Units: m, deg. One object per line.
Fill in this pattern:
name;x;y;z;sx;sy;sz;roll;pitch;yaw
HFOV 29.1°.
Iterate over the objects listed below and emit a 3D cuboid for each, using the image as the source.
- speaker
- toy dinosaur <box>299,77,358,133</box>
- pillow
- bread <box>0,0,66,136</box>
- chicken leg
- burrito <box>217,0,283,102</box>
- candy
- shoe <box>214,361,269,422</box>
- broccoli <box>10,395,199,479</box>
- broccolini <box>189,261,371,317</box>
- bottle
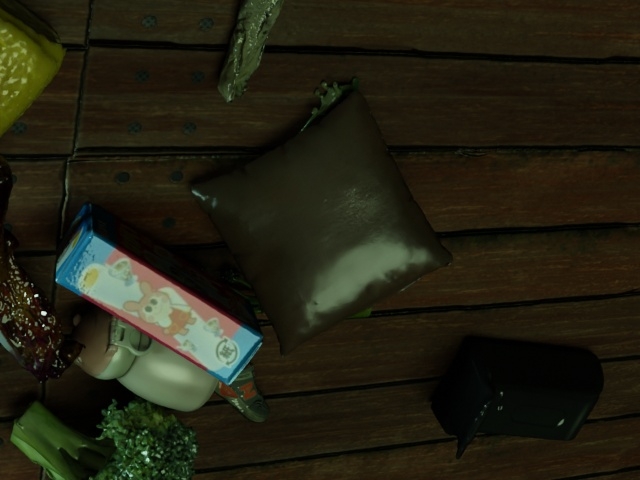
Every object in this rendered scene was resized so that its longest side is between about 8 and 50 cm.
speaker;0.391;0.314;2.353;0.388;0.184;0.180;8;119;-32
toy dinosaur;0.012;-0.204;1.887;0.060;0.029;0.120;20;111;-46
pillow;0.000;-0.023;1.887;0.307;0.108;0.305;-30;98;3
bread;-0.529;-0.215;1.514;0.333;0.143;0.323;-45;131;2
chicken leg;-0.447;0.047;1.749;0.096;0.158;0.407;-50;147;-42
burrito;-0.090;-0.303;1.743;0.063;0.058;0.230;9;117;-26
candy;-0.239;0.077;1.814;0.305;0.157;0.100;34;99;-20
shoe;-0.135;0.244;2.113;0.077;0.074;0.194;-43;129;1
broccoli;-0.337;0.373;2.016;0.249;0.302;0.375;-23;163;-34
broccolini;-0.074;0.085;2.042;0.392;0.079;0.074;4;122;-37
bottle;-0.284;0.174;1.939;0.236;0.147;0.148;20;113;-30
